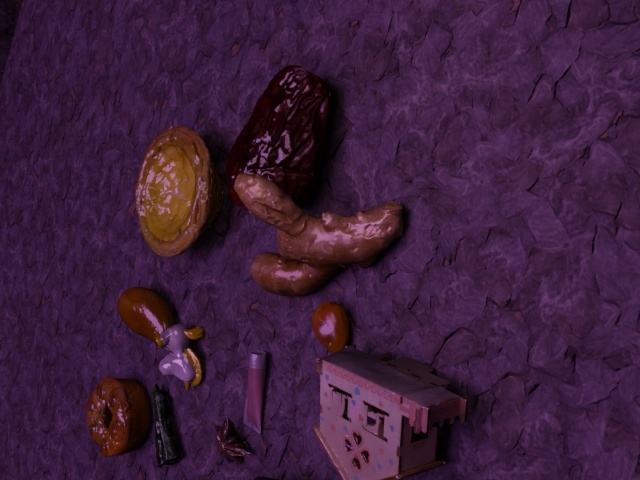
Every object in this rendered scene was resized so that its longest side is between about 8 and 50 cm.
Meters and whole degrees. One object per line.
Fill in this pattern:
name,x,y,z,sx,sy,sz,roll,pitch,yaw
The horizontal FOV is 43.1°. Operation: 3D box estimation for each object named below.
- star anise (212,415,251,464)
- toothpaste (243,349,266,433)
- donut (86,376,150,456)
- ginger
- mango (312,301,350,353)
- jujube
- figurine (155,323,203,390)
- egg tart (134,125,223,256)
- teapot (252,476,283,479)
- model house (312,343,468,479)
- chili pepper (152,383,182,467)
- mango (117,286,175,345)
star anise,-0.230,0.503,2.009,0.124,0.056,0.129,54,138,12
toothpaste,-0.156,0.363,1.954,0.067,0.042,0.195,17,105,44
donut,-0.586,0.507,2.348,0.226,0.113,0.227,-6,82,47
ginger,-0.005,0.021,1.732,0.348,0.122,0.363,14,134,13
mango,0.026,0.188,1.751,0.080,0.060,0.114,-16,73,31
jujube,-0.085,-0.219,1.816,0.216,0.216,0.342,29,102,44
figurine,-0.372,0.310,2.152,0.129,0.109,0.178,-3,89,19
egg tart,-0.359,-0.128,2.138,0.345,0.132,0.346,-3,86,47
teapot,-0.077,0.630,1.761,0.175,0.186,0.268,11,129,19
model house,0.131,0.363,1.565,0.326,0.169,0.245,16,106,48
chili pepper,-0.435,0.503,2.229,0.088,0.059,0.227,-40,57,43
mango,-0.480,0.212,2.272,0.227,0.099,0.136,36,111,33
